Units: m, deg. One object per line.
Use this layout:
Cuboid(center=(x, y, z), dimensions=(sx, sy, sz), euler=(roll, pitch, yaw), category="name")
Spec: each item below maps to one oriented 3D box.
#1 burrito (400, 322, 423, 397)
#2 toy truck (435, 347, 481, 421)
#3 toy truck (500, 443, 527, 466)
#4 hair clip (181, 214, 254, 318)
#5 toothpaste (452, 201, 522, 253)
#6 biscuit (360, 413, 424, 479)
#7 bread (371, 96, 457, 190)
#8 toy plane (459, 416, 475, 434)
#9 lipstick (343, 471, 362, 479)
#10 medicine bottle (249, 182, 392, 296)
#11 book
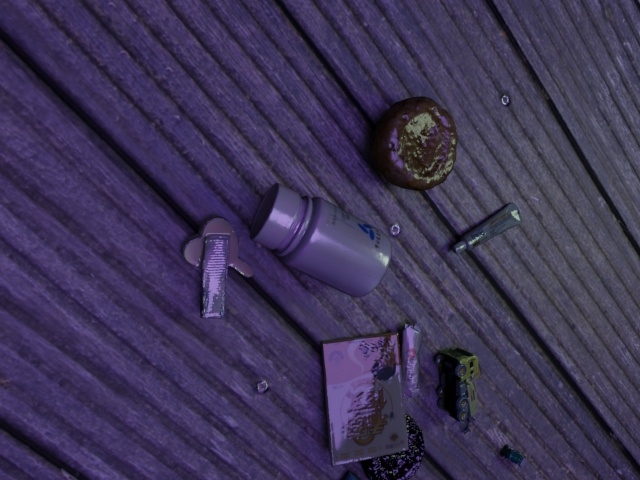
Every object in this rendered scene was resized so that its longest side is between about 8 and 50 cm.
Cuboid(center=(0.235, 0.310, 1.177), dimensions=(0.064, 0.064, 0.203), euler=(2, 92, -21), category="burrito")
Cuboid(center=(0.386, 0.387, 1.228), dimensions=(0.116, 0.085, 0.191), euler=(-11, 101, -30), category="toy truck")
Cuboid(center=(0.576, 0.642, 1.343), dimensions=(0.083, 0.044, 0.039), euler=(34, 85, -20), category="toy truck")
Cuboid(center=(-0.218, 0.055, 0.976), dimensions=(0.159, 0.071, 0.219), euler=(0, 100, -27), category="hair clip")
Cuboid(center=(0.462, -0.027, 1.251), dimensions=(0.255, 0.037, 0.067), euler=(-28, 98, -20), category="toothpaste")
Cuboid(center=(0.187, 0.545, 1.179), dimensions=(0.194, 0.053, 0.195), euler=(-2, 96, -22), category="biscuit")
Cuboid(center=(0.224, -0.229, 1.098), dimensions=(0.229, 0.123, 0.230), euler=(-1, 92, -26), category="bread")
Cuboid(center=(0.414, 0.505, 1.280), dimensions=(0.077, 0.024, 0.085), euler=(0, 94, -40), category="toy plane")
Cuboid(center=(0.047, 0.666, 1.136), dimensions=(0.048, 0.048, 0.158), euler=(38, 81, -19), category="lipstick")
Cuboid(center=(0.000, 0.000, 1.002), dimensions=(0.293, 0.170, 0.170), euler=(26, 85, -21), category="medicine bottle")
Cuboid(center=(0.111, 0.388, 1.124), dimensions=(0.207, 0.020, 0.296), euler=(-4, 86, -18), category="book")
